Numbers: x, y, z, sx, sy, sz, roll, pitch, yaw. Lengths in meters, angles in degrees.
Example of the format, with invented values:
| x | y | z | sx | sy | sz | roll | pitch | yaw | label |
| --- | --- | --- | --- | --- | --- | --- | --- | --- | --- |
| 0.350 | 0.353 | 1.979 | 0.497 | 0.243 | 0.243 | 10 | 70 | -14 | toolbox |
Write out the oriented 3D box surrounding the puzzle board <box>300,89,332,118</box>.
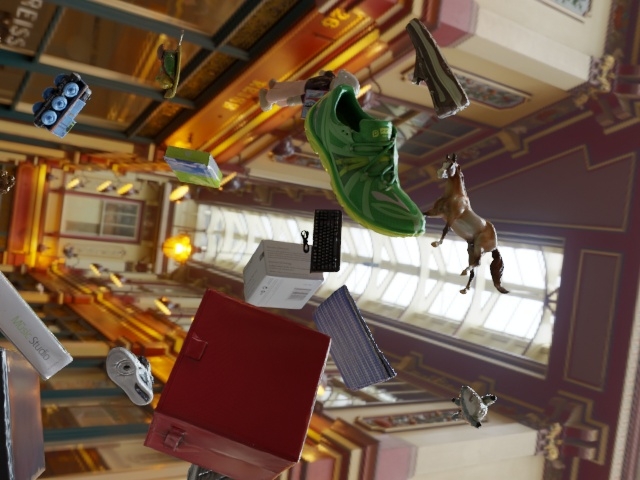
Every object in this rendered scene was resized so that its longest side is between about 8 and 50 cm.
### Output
| x | y | z | sx | sy | sz | roll | pitch | yaw | label |
| --- | --- | --- | --- | --- | --- | --- | --- | --- | --- |
| 0.014 | -0.380 | 1.753 | 0.011 | 0.128 | 0.097 | 71 | 27 | -65 | puzzle board |

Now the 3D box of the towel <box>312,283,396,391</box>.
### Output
| x | y | z | sx | sy | sz | roll | pitch | yaw | label |
| --- | --- | --- | --- | --- | --- | --- | --- | --- | --- |
| 0.075 | 0.252 | 1.565 | 0.243 | 0.040 | 0.336 | 62 | -19 | 10 | towel |

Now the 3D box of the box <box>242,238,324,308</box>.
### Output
| x | y | z | sx | sy | sz | roll | pitch | yaw | label |
| --- | --- | --- | --- | --- | --- | --- | --- | --- | --- |
| -0.109 | 0.100 | 1.786 | 0.181 | 0.181 | 0.119 | 126 | -38 | -48 | box |

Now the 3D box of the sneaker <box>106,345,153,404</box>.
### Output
| x | y | z | sx | sy | sz | roll | pitch | yaw | label |
| --- | --- | --- | --- | --- | --- | --- | --- | --- | --- |
| -0.523 | 0.341 | 1.709 | 0.121 | 0.079 | 0.217 | -111 | -175 | -53 | sneaker |

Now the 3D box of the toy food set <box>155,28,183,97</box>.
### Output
| x | y | z | sx | sy | sz | roll | pitch | yaw | label |
| --- | --- | --- | --- | --- | --- | --- | --- | --- | --- |
| -0.485 | -0.554 | 1.972 | 0.128 | 0.071 | 0.218 | 133 | -39 | -55 | toy food set |

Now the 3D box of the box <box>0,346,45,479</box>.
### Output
| x | y | z | sx | sy | sz | roll | pitch | yaw | label |
| --- | --- | --- | --- | --- | --- | --- | --- | --- | --- |
| -0.848 | 0.400 | 1.273 | 0.480 | 0.471 | 0.298 | 143 | -61 | -69 | box |

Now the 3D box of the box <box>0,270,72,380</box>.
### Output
| x | y | z | sx | sy | sz | roll | pitch | yaw | label |
| --- | --- | --- | --- | --- | --- | --- | --- | --- | --- |
| -0.544 | 0.086 | 1.041 | 0.322 | 0.058 | 0.232 | 14 | -42 | 51 | box |

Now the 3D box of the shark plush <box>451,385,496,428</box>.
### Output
| x | y | z | sx | sy | sz | roll | pitch | yaw | label |
| --- | --- | --- | --- | --- | --- | --- | --- | --- | --- |
| 0.292 | 0.326 | 1.239 | 0.073 | 0.067 | 0.161 | -55 | 167 | -13 | shark plush |

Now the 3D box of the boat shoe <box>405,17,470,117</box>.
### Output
| x | y | z | sx | sy | sz | roll | pitch | yaw | label |
| --- | --- | --- | --- | --- | --- | --- | --- | --- | --- |
| 0.256 | -0.411 | 1.501 | 0.095 | 0.095 | 0.258 | -31 | -106 | 21 | boat shoe |

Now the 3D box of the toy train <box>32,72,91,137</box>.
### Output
| x | y | z | sx | sy | sz | roll | pitch | yaw | label |
| --- | --- | --- | --- | --- | --- | --- | --- | --- | --- |
| -0.715 | -0.379 | 1.738 | 0.080 | 0.105 | 0.184 | 40 | -88 | 26 | toy train |

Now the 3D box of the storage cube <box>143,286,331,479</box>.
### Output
| x | y | z | sx | sy | sz | roll | pitch | yaw | label |
| --- | --- | --- | --- | --- | --- | --- | --- | --- | --- |
| -0.117 | 0.212 | 0.887 | 0.184 | 0.193 | 0.215 | 121 | -10 | -53 | storage cube |

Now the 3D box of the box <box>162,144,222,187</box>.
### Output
| x | y | z | sx | sy | sz | roll | pitch | yaw | label |
| --- | --- | --- | --- | --- | --- | --- | --- | --- | --- |
| -0.313 | -0.183 | 1.542 | 0.178 | 0.108 | 0.043 | 85 | 16 | -76 | box |

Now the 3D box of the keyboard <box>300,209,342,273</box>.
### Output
| x | y | z | sx | sy | sz | roll | pitch | yaw | label |
| --- | --- | --- | --- | --- | --- | --- | --- | --- | --- |
| 0.000 | 0.000 | 1.604 | 0.023 | 0.108 | 0.180 | 70 | 21 | -60 | keyboard |

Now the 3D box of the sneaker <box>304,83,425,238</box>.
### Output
| x | y | z | sx | sy | sz | roll | pitch | yaw | label |
| --- | --- | --- | --- | --- | --- | --- | --- | --- | --- |
| 0.073 | -0.128 | 0.996 | 0.296 | 0.109 | 0.123 | 58 | -45 | 20 | sneaker |

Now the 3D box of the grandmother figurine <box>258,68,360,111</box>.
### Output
| x | y | z | sx | sy | sz | roll | pitch | yaw | label |
| --- | --- | --- | --- | --- | --- | --- | --- | --- | --- |
| -0.024 | -0.475 | 1.965 | 0.342 | 0.104 | 0.208 | 5 | -127 | 37 | grandmother figurine |

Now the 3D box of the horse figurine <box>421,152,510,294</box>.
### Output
| x | y | z | sx | sy | sz | roll | pitch | yaw | label |
| --- | --- | --- | --- | --- | --- | --- | --- | --- | --- |
| 0.277 | -0.014 | 1.201 | 0.174 | 0.263 | 0.066 | -50 | -166 | -31 | horse figurine |

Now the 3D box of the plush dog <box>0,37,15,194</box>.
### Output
| x | y | z | sx | sy | sz | roll | pitch | yaw | label |
| --- | --- | --- | --- | --- | --- | --- | --- | --- | --- |
| -0.431 | -0.136 | 0.673 | 0.263 | 0.210 | 0.225 | -58 | -163 | -23 | plush dog |

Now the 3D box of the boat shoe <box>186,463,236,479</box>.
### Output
| x | y | z | sx | sy | sz | roll | pitch | yaw | label |
| --- | --- | --- | --- | --- | --- | --- | --- | --- | --- |
| -0.238 | 0.513 | 1.342 | 0.103 | 0.118 | 0.321 | 34 | -57 | 48 | boat shoe |
